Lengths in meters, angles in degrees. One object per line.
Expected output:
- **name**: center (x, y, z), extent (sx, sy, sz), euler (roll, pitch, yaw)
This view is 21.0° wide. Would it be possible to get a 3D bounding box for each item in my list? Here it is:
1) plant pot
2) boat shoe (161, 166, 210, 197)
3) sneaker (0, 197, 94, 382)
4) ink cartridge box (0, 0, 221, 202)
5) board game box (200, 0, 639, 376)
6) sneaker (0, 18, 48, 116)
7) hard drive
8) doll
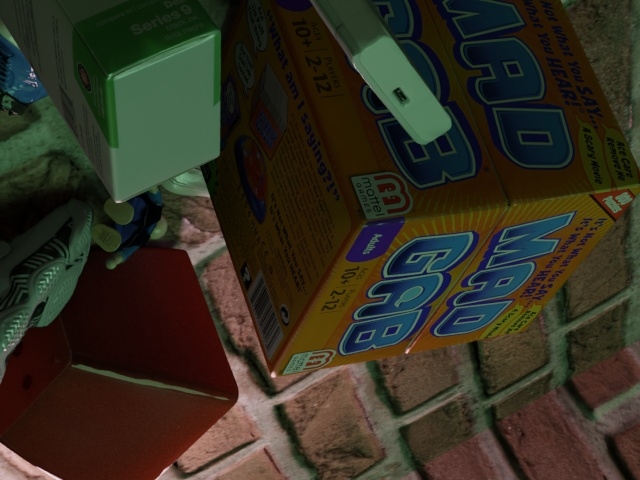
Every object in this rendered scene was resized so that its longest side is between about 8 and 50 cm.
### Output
- **plant pot**: center (-0.309, 0.163, 2.291), extent (0.236, 0.267, 0.267), euler (18, 127, -43)
- **boat shoe**: center (-0.128, -0.097, 2.232), extent (0.184, 0.066, 0.063), euler (7, 137, -39)
- **sneaker**: center (-0.433, 0.053, 2.078), extent (0.366, 0.210, 0.137), euler (-57, 172, -35)
- **ink cartridge box**: center (-0.215, -0.217, 1.639), extent (0.121, 0.289, 0.211), euler (-26, 155, -18)
- **board game box**: center (0.095, -0.099, 2.032), extent (0.356, 0.356, 0.356), euler (-8, 153, -23)
- **sneaker**: center (-0.335, -0.181, 1.838), extent (0.084, 0.058, 0.152), euler (-40, 162, -2)
- **hard drive**: center (-0.003, -0.273, 1.692), extent (0.047, 0.353, 0.233), euler (-34, 155, 7)
- **doll**: center (-0.241, -0.018, 2.211), extent (0.129, 0.046, 0.189), euler (-63, 170, 7)
